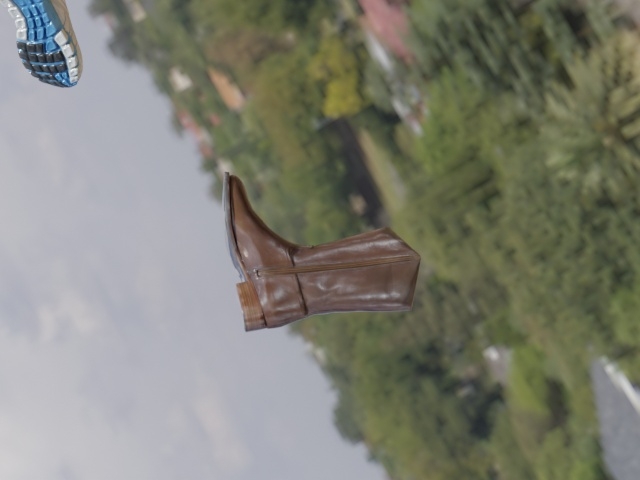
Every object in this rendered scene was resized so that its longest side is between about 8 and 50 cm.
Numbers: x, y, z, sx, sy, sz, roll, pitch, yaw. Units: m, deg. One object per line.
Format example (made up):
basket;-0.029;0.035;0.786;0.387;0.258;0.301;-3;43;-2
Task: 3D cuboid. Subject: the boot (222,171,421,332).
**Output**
boot;0.000;0.000;1.066;0.037;0.114;0.106;106;153;-75

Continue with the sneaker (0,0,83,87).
sneaker;-0.297;-0.254;1.881;0.083;0.071;0.191;-67;-31;-44
